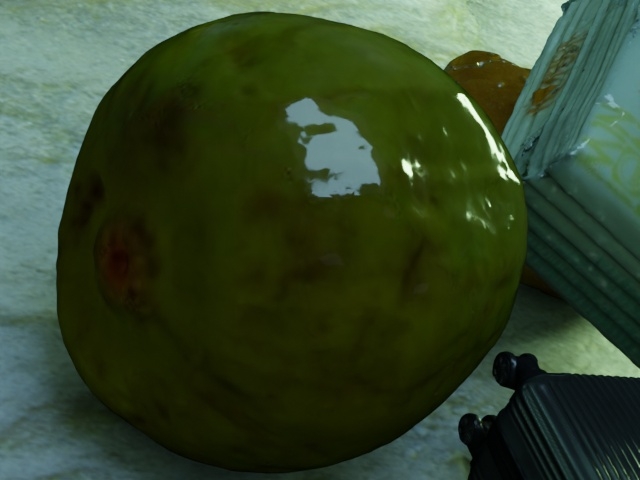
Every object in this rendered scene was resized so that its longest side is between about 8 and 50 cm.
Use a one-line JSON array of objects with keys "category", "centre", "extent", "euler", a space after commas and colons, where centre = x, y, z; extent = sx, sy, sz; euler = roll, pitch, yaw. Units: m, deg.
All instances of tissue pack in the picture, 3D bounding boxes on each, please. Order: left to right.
[{"category": "tissue pack", "centre": [0.333, -0.014, 1.591], "extent": [0.388, 0.162, 0.287], "euler": [42, 49, -16]}]

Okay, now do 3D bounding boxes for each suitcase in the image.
[{"category": "suitcase", "centre": [0.238, 0.217, 1.386], "extent": [0.202, 0.128, 0.312], "euler": [6, 39, -27]}]

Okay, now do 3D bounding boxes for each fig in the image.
[{"category": "fig", "centre": [-0.011, -0.002, 1.368], "extent": [0.343, 0.343, 0.343], "euler": [18, 34, -12]}]

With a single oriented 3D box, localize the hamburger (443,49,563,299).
[{"category": "hamburger", "centre": [0.186, -0.046, 1.703], "extent": [0.283, 0.144, 0.156], "euler": [42, 37, 20]}]
